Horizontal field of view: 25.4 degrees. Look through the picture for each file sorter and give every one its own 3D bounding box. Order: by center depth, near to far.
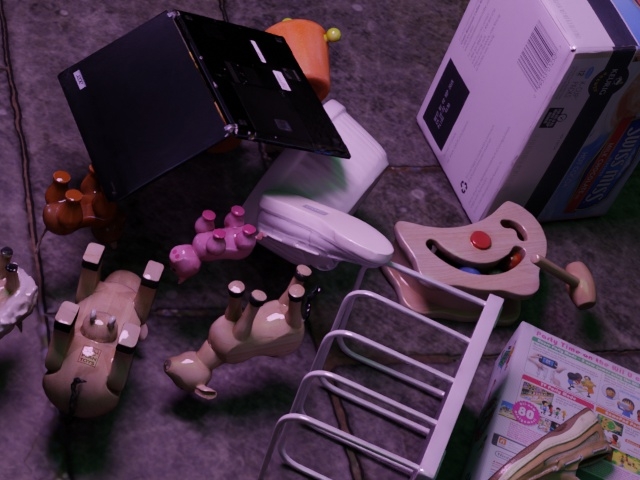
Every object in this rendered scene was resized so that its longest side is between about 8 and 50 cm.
[{"bbox_3d":[0.066,0.183,1.591,0.173,0.193,0.277,24,45,6],"label":"file sorter"}]

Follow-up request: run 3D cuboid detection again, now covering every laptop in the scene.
[{"bbox_3d":[-0.138,-0.149,1.680,0.264,0.136,0.234,8,40,-37],"label":"laptop"}]

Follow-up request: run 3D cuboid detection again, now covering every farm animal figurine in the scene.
[{"bbox_3d":[-0.205,0.087,1.579,0.330,0.172,0.327,29,42,10],"label":"farm animal figurine"}]

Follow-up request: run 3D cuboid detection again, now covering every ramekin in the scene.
[{"bbox_3d":[-0.005,-0.065,1.785,0.109,0.207,0.207,38,46,2],"label":"ramekin"}]

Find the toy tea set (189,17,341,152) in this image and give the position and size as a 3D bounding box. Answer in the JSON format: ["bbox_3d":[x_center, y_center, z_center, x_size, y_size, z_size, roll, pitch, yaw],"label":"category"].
[{"bbox_3d":[-0.134,-0.209,1.869,0.336,0.200,0.124,-2,59,-16],"label":"toy tea set"}]

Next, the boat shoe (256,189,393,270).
[{"bbox_3d":[0.000,0.000,1.641,0.184,0.063,0.066,23,22,23],"label":"boat shoe"}]

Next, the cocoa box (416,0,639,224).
[{"bbox_3d":[0.321,-0.215,1.940,0.228,0.347,0.231,-5,52,-26],"label":"cocoa box"}]

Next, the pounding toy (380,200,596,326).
[{"bbox_3d":[0.224,0.007,1.834,0.270,0.155,0.154,6,52,-16],"label":"pounding toy"}]

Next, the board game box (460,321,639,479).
[{"bbox_3d":[0.291,0.267,1.665,0.224,0.097,0.303,24,47,0],"label":"board game box"}]

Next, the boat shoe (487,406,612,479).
[{"bbox_3d":[0.257,0.251,1.561,0.190,0.068,0.072,-26,74,-36],"label":"boat shoe"}]
